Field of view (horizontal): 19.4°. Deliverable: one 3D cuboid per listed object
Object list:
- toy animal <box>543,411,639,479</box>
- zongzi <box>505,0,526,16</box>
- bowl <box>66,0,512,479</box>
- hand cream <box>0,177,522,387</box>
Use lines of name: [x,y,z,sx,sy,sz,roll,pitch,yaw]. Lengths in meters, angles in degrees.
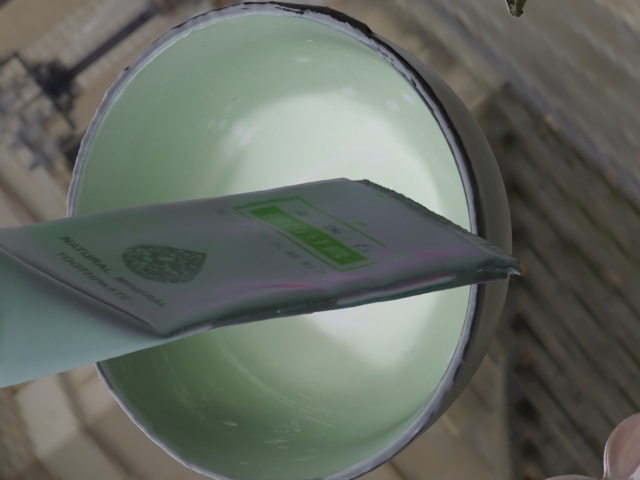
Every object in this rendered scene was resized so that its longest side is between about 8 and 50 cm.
toy animal: [0.180,0.207,1.289,0.124,0.212,0.124,57,180,1]
zongzi: [0.188,-0.321,1.414,0.111,0.248,0.241,13,121,30]
bowl: [0.000,0.000,1.411,0.354,0.354,0.185,53,-155,15]
hand cream: [-0.042,0.010,0.614,0.275,0.050,0.079,-10,-122,-48]
